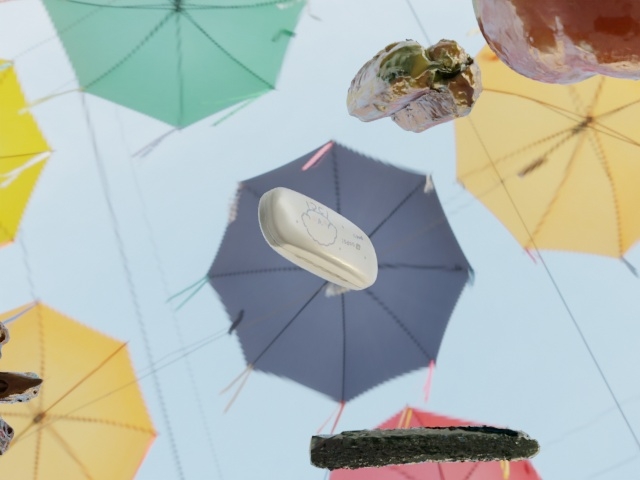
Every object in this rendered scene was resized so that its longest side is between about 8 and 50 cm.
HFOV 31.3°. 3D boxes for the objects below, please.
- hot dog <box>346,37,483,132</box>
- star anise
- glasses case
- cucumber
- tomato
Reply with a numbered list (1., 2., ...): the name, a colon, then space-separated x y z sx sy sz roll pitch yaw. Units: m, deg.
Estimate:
1. hot dog: 0.094 -0.149 1.123 0.115 0.269 0.072 19 -93 -10
2. star anise: -0.415 0.180 1.352 0.111 0.212 0.196 26 -60 -41
3. glasses case: 0.000 0.000 1.330 0.049 0.197 0.076 -23 -125 32
4. cucumber: 0.115 0.226 1.261 0.257 0.043 0.044 -2 -63 -1
5. tomato: 0.227 -0.224 0.841 0.260 0.260 0.180 -23 -66 8
